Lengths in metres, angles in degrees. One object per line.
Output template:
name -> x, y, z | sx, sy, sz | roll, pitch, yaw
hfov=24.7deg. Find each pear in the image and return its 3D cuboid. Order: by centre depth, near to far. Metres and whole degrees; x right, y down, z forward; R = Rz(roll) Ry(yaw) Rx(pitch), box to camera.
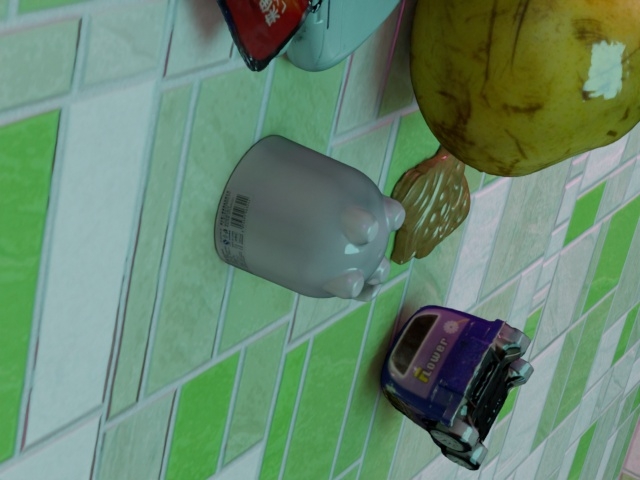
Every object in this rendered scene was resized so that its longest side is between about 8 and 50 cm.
pear -> 0.224, -0.207, 1.546 | 0.280, 0.281, 0.280 | -47, 150, -38

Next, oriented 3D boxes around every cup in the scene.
cup -> -0.006, 0.003, 1.396 | 0.134, 0.142, 0.173 | -41, 146, -47

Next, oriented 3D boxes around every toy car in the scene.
toy car -> 0.172, 0.188, 1.933 | 0.172, 0.158, 0.235 | -58, 157, -17

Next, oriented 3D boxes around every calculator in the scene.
calculator -> 0.029, -0.256, 1.354 | 0.295, 0.042, 0.184 | -46, 149, -42

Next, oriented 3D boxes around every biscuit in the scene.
biscuit -> 0.143, -0.044, 1.824 | 0.162, 0.035, 0.250 | -65, 159, 8

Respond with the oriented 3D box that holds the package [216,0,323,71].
package -> -0.014, -0.290, 1.196 | 0.269, 0.071, 0.194 | -50, 130, -17
